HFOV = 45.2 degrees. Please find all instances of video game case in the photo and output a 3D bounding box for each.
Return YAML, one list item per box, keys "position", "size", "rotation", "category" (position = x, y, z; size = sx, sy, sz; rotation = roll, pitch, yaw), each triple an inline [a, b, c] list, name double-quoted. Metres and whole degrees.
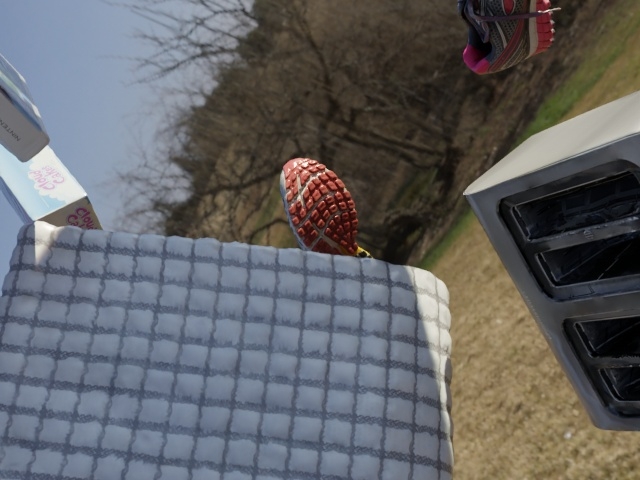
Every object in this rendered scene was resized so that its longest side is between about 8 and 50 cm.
- position: [-0.235, -0.139, 0.437]
  size: [0.023, 0.183, 0.201]
  rotation: [-42, 31, -5]
  category: "video game case"

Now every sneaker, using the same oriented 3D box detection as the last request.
- position: [0.227, -0.338, 0.989]
  size: [0.121, 0.112, 0.299]
  rotation: [60, 177, 44]
  category: "sneaker"
- position: [0.000, 0.000, 0.985]
  size: [0.088, 0.225, 0.093]
  rotation: [-33, 25, -24]
  category: "sneaker"

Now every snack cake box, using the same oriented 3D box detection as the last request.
- position: [-0.442, -0.071, 1.225]
  size: [0.089, 0.264, 0.152]
  rotation: [-31, -37, -22]
  category: "snack cake box"

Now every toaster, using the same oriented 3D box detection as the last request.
- position: [0.190, 0.007, 0.408]
  size: [0.110, 0.168, 0.186]
  rotation: [-34, 7, -30]
  category: "toaster"

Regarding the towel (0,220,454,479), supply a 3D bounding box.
- position: [-0.065, 0.128, 0.467]
  size: [0.121, 0.284, 0.234]
  rotation: [96, 179, -64]
  category: "towel"
